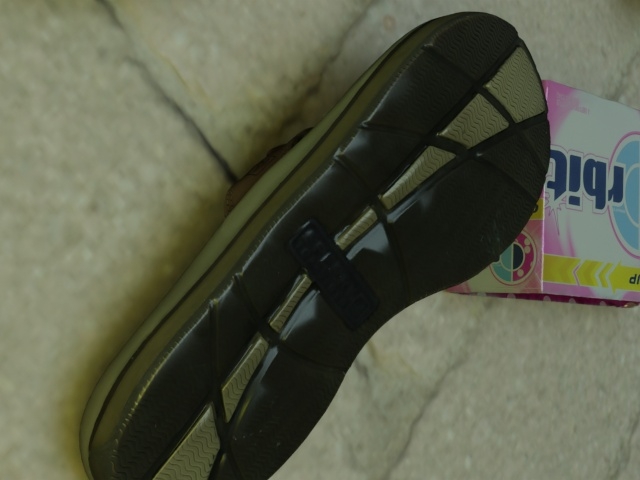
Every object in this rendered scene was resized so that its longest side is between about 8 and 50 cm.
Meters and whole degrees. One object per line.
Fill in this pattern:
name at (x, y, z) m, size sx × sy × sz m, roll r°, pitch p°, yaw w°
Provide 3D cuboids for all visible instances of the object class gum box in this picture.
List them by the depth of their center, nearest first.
gum box at (0.154, -0.018, 0.642) m, size 0.188 × 0.062 × 0.107 m, roll 7°, pitch 83°, yaw -45°

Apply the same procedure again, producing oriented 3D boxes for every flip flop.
flip flop at (0.000, 0.000, 0.485) m, size 0.277 × 0.080 × 0.112 m, roll -47°, pitch 126°, yaw -19°
